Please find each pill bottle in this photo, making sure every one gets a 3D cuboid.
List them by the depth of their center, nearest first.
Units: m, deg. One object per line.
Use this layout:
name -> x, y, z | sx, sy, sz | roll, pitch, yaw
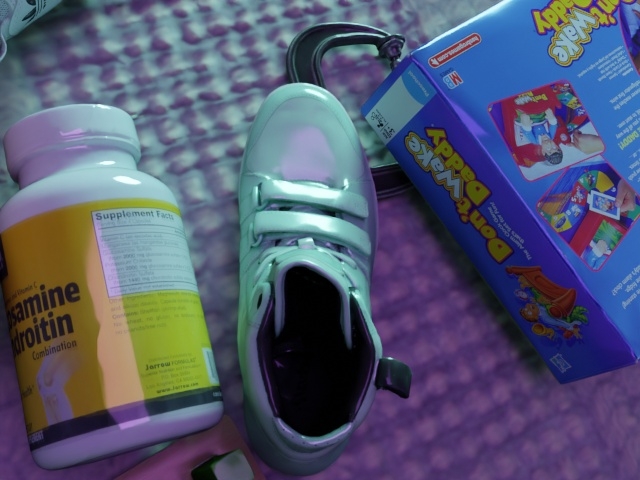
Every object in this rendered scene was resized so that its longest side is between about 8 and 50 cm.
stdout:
pill bottle -> -0.121, 0.024, 0.439 | 0.103, 0.103, 0.184 | -11, 76, -21

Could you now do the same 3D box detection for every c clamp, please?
c clamp -> 0.049, -0.092, 0.579 | 0.137, 0.022, 0.161 | -18, 81, -17

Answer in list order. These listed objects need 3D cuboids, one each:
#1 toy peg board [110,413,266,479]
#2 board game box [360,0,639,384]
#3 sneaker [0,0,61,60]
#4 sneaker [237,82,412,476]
toy peg board -> -0.073, 0.198, 0.413 | 0.161, 0.079, 0.161 | -28, 83, -23
board game box -> 0.232, -0.092, 0.588 | 0.347, 0.078, 0.233 | -33, 86, -29
sneaker -> -0.284, -0.248, 0.453 | 0.365, 0.137, 0.210 | 35, 63, -8
sneaker -> 0.000, 0.000, 0.456 | 0.094, 0.151, 0.256 | 1, 72, -7
